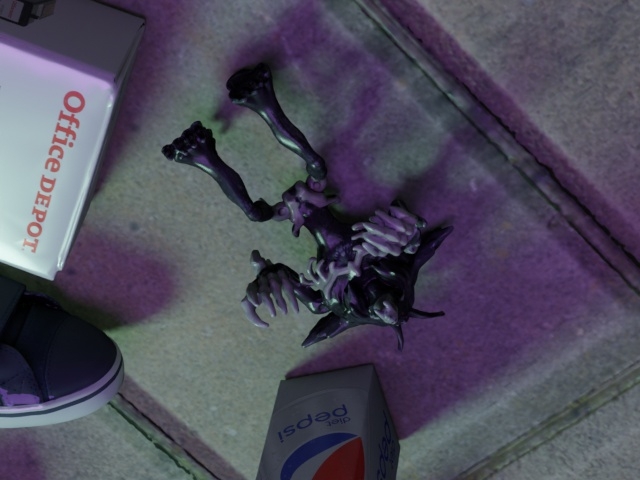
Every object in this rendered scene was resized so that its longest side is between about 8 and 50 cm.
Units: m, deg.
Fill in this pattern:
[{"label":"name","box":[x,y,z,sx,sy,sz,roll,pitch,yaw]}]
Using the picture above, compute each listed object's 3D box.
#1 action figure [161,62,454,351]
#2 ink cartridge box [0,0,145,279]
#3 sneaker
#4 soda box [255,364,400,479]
[{"label":"action figure","box":[0.000,0.000,1.305,0.164,0.141,0.275,-38,109,14]},{"label":"ink cartridge box","box":[-0.297,-0.115,1.288,0.273,0.115,0.198,20,123,-4]},{"label":"sneaker","box":[-0.329,0.072,1.404,0.321,0.126,0.127,6,128,6]},{"label":"soda box","box":[0.001,0.226,1.357,0.091,0.286,0.098,-11,118,15]}]
